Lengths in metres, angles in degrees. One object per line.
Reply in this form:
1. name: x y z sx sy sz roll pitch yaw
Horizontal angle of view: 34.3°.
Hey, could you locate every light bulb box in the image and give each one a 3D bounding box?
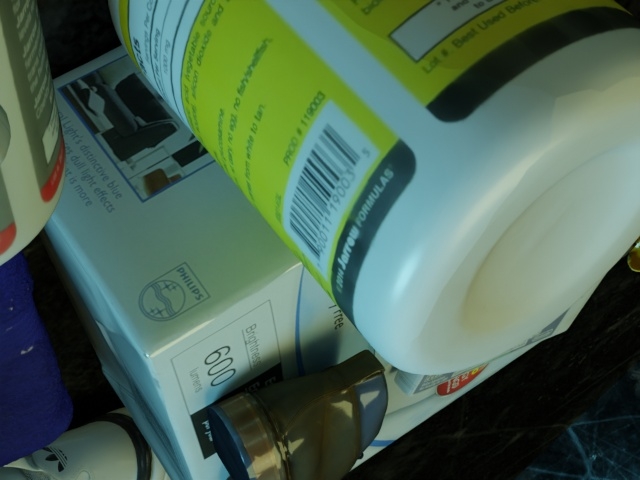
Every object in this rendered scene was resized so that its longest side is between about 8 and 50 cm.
1. light bulb box: 0.000 0.000 0.791 0.361 0.225 0.358 -31 150 -16

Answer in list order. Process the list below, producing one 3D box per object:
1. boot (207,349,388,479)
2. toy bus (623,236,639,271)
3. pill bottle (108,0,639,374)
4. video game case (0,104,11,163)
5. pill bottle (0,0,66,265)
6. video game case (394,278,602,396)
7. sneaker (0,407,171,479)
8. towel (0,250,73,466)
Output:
1. boot: -0.005 0.156 0.683 0.106 0.082 0.219 -26 146 -18
2. toy bus: 0.300 -0.109 1.088 0.149 0.220 0.211 -52 -177 31
3. pill bottle: 0.011 -0.109 0.535 0.188 0.334 0.188 -30 150 -19
4. video game case: -0.316 -0.071 0.304 0.329 0.036 0.300 -22 134 7
5. pill bottle: -0.206 -0.116 0.441 0.161 0.161 0.283 -28 148 -24
6. video game case: 0.160 0.022 0.757 0.201 0.023 0.183 -14 141 -41
7. sneaker: -0.295 0.312 0.967 0.210 0.137 0.366 5 122 -52
8. towel: -0.301 0.085 0.712 0.227 0.076 0.308 -23 148 -17
